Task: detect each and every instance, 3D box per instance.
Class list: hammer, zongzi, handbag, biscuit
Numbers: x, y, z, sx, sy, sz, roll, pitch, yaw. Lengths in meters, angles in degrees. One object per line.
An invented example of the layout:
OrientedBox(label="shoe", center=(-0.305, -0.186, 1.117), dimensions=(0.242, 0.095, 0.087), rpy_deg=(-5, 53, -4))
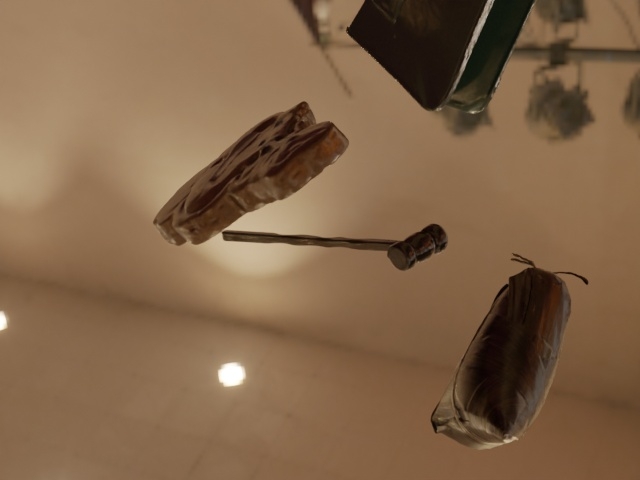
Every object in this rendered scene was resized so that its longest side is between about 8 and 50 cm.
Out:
OrientedBox(label="hammer", center=(0.000, 0.000, 1.453), dimensions=(0.058, 0.029, 0.292), rpy_deg=(-25, -161, -39))
OrientedBox(label="zongzi", center=(0.178, 0.095, 1.302), dimensions=(0.084, 0.184, 0.187), rpy_deg=(27, -100, -2))
OrientedBox(label="handbag", center=(0.158, -0.325, 1.701), dimensions=(0.089, 0.326, 0.238), rpy_deg=(-1, -145, -35))
OrientedBox(label="biscuit", center=(-0.064, -0.067, 1.415), dimensions=(0.183, 0.047, 0.320), rpy_deg=(-47, -165, -13))
